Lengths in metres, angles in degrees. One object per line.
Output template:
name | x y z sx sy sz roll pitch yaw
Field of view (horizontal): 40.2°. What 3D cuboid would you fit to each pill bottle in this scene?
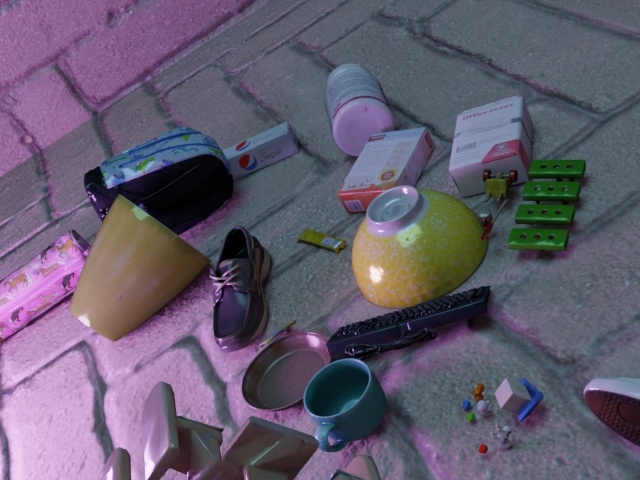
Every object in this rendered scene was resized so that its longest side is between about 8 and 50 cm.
pill bottle | 0.095 -0.351 2.298 0.160 0.160 0.283 -26 33 9

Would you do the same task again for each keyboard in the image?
keyboard | 0.155 0.155 1.616 0.317 0.033 0.201 -19 12 19

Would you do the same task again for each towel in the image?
towel | -0.089 0.194 1.813 0.083 0.009 0.060 -36 0 -28

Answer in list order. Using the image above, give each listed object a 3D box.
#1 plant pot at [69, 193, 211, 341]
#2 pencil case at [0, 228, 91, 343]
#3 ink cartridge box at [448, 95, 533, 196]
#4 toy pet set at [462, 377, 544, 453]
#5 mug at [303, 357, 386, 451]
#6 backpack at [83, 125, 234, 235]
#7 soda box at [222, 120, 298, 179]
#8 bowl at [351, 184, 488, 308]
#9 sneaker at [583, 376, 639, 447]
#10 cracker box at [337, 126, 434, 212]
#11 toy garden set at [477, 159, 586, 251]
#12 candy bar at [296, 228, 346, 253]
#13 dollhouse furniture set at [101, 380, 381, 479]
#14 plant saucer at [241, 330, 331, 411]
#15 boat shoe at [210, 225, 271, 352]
plant pot | -0.460 0.085 2.105 0.293 0.275 0.275 -54 36 -6
pencil case | -0.778 0.127 2.377 0.386 0.160 0.167 -36 57 -8
ink cartridge box | 0.379 -0.209 1.932 0.159 0.092 0.217 -13 38 26
toy pet set | 0.296 0.272 1.396 0.114 0.065 0.122 -59 20 24
mug | 0.039 0.294 1.521 0.158 0.097 0.129 -41 34 -13
backpack | -0.410 -0.147 2.337 0.356 0.290 0.273 -20 40 3
soda box | -0.172 -0.251 2.465 0.216 0.074 0.069 -23 33 13
bowl | 0.177 -0.018 1.780 0.290 0.156 0.289 -21 33 15
sneaker | 0.520 0.234 1.216 0.290 0.105 0.123 12 42 38
cracker box | 0.158 -0.168 2.083 0.156 0.067 0.232 -3 43 36
toy garden set | 0.406 -0.063 1.739 0.204 0.049 0.244 2 46 28
candy bar | 0.000 0.000 2.031 0.040 0.018 0.161 -49 36 -19
dollhouse furniture set | -0.165 0.399 1.328 0.394 0.362 0.256 -55 28 20
plant saucer | -0.060 0.262 1.707 0.199 0.036 0.198 -21 33 15
boat shoe | -0.197 0.101 1.950 0.132 0.130 0.355 -22 33 14
